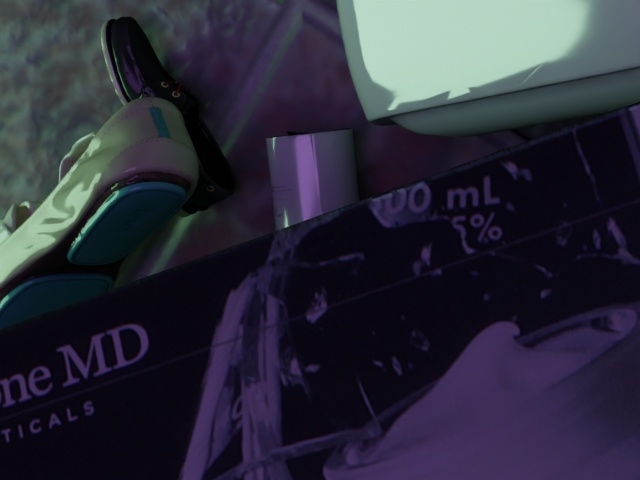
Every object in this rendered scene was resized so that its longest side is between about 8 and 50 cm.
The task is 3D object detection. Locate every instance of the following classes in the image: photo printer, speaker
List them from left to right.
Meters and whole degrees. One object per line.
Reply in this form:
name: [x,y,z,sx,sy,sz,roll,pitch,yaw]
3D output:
speaker: [0.000,0.000,1.166,0.055,0.055,0.136,-6,93,22]
photo printer: [0.110,-0.188,1.012,0.307,0.107,0.256,-5,87,57]

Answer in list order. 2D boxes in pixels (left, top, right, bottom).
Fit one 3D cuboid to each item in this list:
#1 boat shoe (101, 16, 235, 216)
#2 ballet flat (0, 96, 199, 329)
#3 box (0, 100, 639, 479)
boat shoe: [-0.094,-0.082,1.200,0.042,0.049,0.133,-24,93,26]
ballet flat: [-0.156,-0.006,1.204,0.248,0.086,0.086,-41,80,39]
box: [0.058,0.250,0.927,0.479,0.297,0.472,-20,66,10]
